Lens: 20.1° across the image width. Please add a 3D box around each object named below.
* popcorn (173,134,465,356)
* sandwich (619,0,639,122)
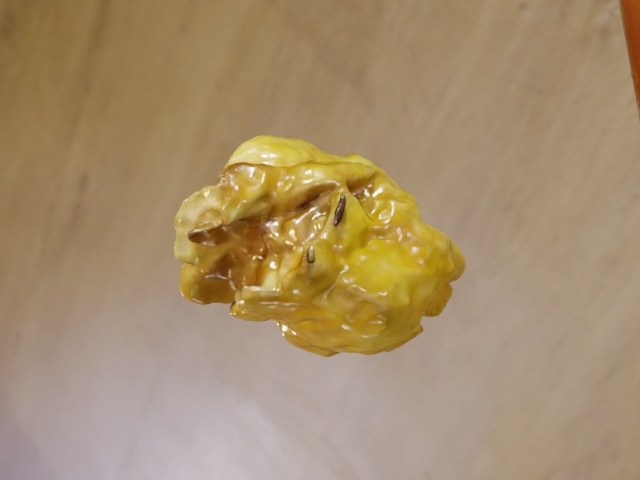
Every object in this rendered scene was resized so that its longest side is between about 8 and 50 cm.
[{"bbox_3d":[-0.004,0.000,1.606,0.191,0.253,0.190,-20,55,49],"label":"popcorn"},{"bbox_3d":[0.289,-0.156,1.428,0.193,0.058,0.162,45,137,30],"label":"sandwich"}]
